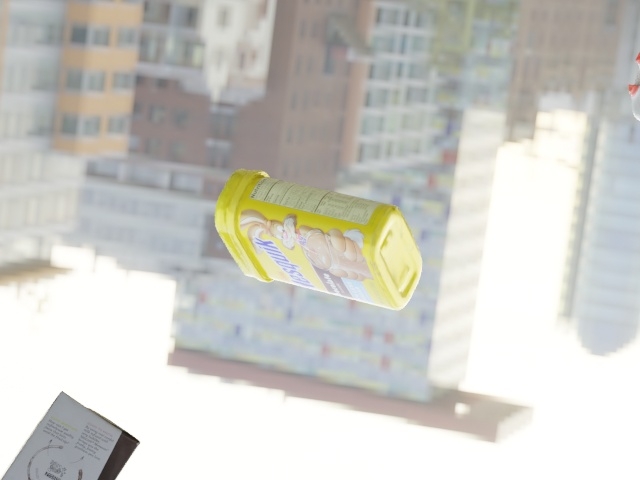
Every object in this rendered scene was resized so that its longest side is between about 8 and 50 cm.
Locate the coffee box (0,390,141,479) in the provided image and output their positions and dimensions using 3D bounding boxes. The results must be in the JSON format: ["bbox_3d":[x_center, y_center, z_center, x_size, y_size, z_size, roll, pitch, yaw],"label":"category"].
[{"bbox_3d":[-0.354,0.346,2.190,0.119,0.297,0.168,34,155,-3],"label":"coffee box"}]

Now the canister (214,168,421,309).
[{"bbox_3d":[0.000,0.000,1.725,0.170,0.073,0.126,13,152,29],"label":"canister"}]

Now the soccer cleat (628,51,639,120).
[{"bbox_3d":[0.347,-0.184,1.664,0.076,0.196,0.068,35,165,-30],"label":"soccer cleat"}]
